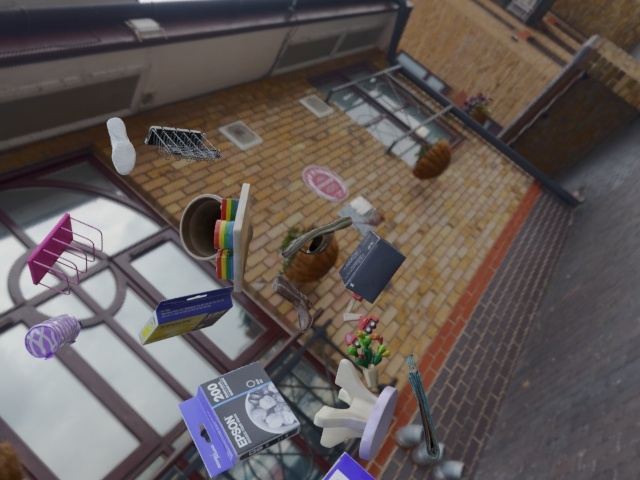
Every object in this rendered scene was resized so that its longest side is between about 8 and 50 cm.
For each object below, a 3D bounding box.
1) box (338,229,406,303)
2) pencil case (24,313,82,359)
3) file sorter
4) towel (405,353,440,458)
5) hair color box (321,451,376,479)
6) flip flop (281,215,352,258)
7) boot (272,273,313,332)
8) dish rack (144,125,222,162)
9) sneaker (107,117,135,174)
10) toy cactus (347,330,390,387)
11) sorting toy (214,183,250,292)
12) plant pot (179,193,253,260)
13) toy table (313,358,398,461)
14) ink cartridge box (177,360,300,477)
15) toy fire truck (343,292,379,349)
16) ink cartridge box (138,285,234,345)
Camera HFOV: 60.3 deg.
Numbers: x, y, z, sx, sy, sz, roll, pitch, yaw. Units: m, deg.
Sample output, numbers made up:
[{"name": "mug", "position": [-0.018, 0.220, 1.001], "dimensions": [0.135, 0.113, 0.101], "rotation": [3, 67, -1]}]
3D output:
[{"name": "box", "position": [0.135, 0.067, 1.478], "dimensions": [0.156, 0.093, 0.158], "rotation": [-55, 9, 6]}, {"name": "pencil case", "position": [-0.677, 0.242, 1.400], "dimensions": [0.086, 0.088, 0.206], "rotation": [-17, 2, -7]}, {"name": "file sorter", "position": [-1.131, 0.069, 2.469], "dimensions": [0.202, 0.182, 0.290], "rotation": [116, 177, -51]}, {"name": "towel", "position": [0.329, 0.529, 1.810], "dimensions": [0.040, 0.271, 0.370], "rotation": [-14, -4, 6]}, {"name": "hair color box", "position": [0.030, 0.647, 1.327], "dimensions": [0.185, 0.110, 0.339], "rotation": [-43, -24, -24]}, {"name": "flip flop", "position": [0.000, 0.000, 1.765], "dimensions": [0.277, 0.080, 0.112], "rotation": [-24, 2, -35]}, {"name": "boot", "position": [-0.065, 0.134, 1.193], "dimensions": [0.037, 0.114, 0.106], "rotation": [-34, 29, 18]}, {"name": "dish rack", "position": [-0.468, -0.320, 1.903], "dimensions": [0.208, 0.271, 0.074], "rotation": [-2, -60, -34]}, {"name": "sneaker", "position": [-0.708, -0.324, 1.963], "dimensions": [0.080, 0.212, 0.094], "rotation": [-10, -13, -21]}, {"name": "toy cactus", "position": [0.167, 0.386, 1.803], "dimensions": [0.112, 0.180, 0.219], "rotation": [-15, -15, 22]}, {"name": "sorting toy", "position": [-0.284, -0.013, 1.777], "dimensions": [0.257, 0.089, 0.255], "rotation": [-89, 4, -52]}, {"name": "plant pot", "position": [-0.396, -0.041, 2.222], "dimensions": [0.263, 0.263, 0.229], "rotation": [-51, -23, 13]}, {"name": "toy table", "position": [0.100, 0.463, 1.483], "dimensions": [0.274, 0.161, 0.252], "rotation": [19, -93, -71]}, {"name": "ink cartridge box", "position": [-0.183, 0.381, 1.207], "dimensions": [0.208, 0.206, 0.045], "rotation": [-20, -47, -26]}, {"name": "toy fire truck", "position": [0.130, 0.278, 1.946], "dimensions": [0.192, 0.135, 0.047], "rotation": [-50, -23, -9]}, {"name": "ink cartridge box", "position": [-0.490, 0.280, 2.057], "dimensions": [0.304, 0.072, 0.307], "rotation": [-10, -19, -37]}]
